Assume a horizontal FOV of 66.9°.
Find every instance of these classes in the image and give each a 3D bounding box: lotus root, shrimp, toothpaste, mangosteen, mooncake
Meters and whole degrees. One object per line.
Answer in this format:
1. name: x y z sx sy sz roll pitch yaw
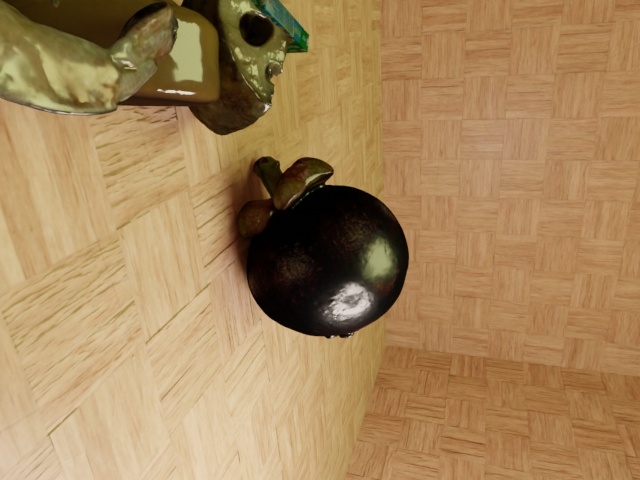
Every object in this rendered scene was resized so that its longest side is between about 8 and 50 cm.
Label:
1. lotus root: -0.165 -0.283 0.747 0.142 0.314 0.210 21 88 -30
2. shrimp: -0.199 -0.232 0.374 0.247 0.085 0.360 61 38 -24
3. toothpaste: -0.099 -0.506 1.131 0.266 0.065 0.050 -6 98 -72
4. mangosteen: 0.000 0.000 1.086 0.382 0.382 0.435 -35 110 -68
5. mooncake: -0.221 -0.214 0.550 0.235 0.234 0.117 -22 115 -70
